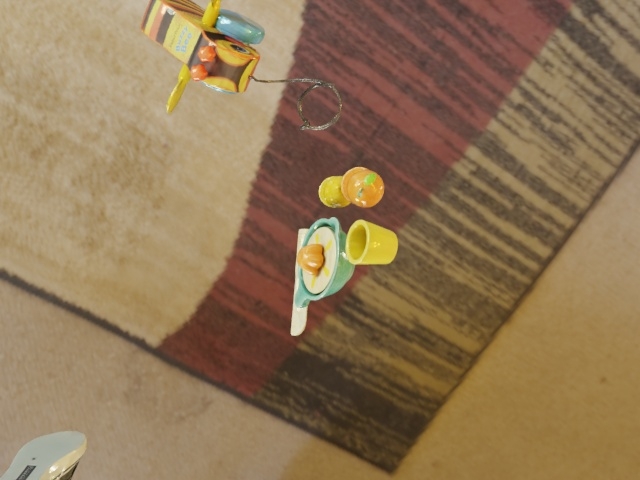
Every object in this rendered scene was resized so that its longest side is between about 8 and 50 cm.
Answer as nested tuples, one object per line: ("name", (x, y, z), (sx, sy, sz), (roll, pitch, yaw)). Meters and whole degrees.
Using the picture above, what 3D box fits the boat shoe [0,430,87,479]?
("boat shoe", (-0.310, 0.280, 1.235), (0.065, 0.183, 0.083), (2, 108, 15))

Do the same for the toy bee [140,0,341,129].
("toy bee", (-0.132, -0.251, 1.441), (0.162, 0.298, 0.195), (-9, 109, -60))

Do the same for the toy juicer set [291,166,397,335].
("toy juicer set", (0.000, 0.000, 1.855), (0.089, 0.209, 0.329), (10, 149, -28))
